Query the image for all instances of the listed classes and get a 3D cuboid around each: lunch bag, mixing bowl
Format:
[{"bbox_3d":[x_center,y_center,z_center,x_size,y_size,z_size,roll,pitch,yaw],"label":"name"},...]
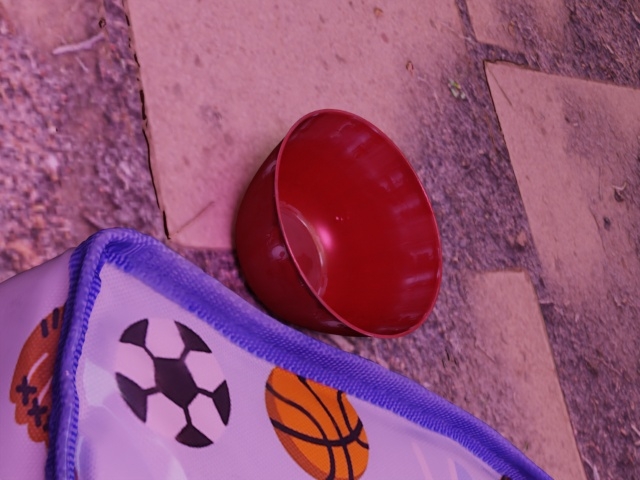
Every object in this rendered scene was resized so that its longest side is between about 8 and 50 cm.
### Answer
[{"bbox_3d":[-0.056,0.200,0.488,0.385,0.328,0.239,29,55,-39],"label":"lunch bag"},{"bbox_3d":[0.000,0.000,0.817,0.181,0.098,0.181,24,56,-39],"label":"mixing bowl"}]
